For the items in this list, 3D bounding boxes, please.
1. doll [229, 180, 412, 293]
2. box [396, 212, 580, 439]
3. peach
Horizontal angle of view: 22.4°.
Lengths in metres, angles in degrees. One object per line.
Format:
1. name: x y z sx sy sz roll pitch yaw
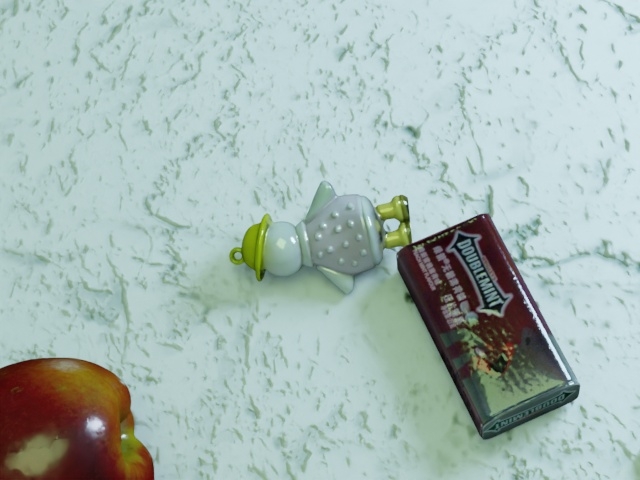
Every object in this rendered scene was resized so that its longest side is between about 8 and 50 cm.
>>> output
1. doll: 0.000 0.000 1.786 0.207 0.081 0.129 -11 98 5
2. box: 0.177 0.090 1.736 0.120 0.069 0.224 -22 64 -4
3. peach: -0.295 0.229 1.650 0.243 0.199 0.243 -7 59 11
